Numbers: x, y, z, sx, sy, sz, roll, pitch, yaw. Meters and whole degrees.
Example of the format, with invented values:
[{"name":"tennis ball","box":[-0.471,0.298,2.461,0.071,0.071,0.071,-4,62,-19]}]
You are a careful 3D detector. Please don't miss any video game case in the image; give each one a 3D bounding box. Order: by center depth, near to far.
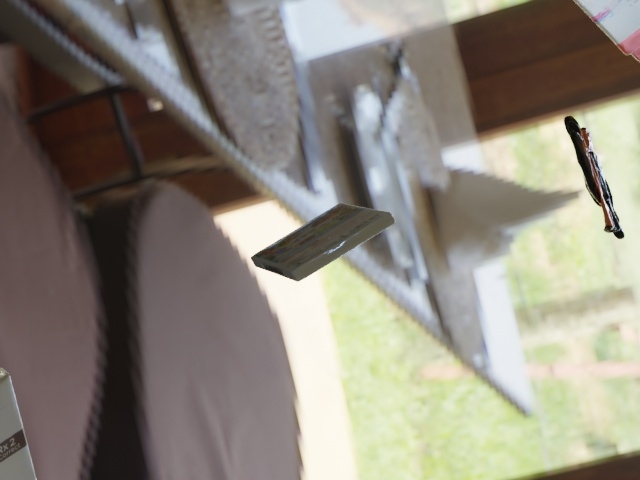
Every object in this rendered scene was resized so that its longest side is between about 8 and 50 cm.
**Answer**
[{"name":"video game case","box":[0.000,0.000,1.299,0.011,0.087,0.122,61,-13,-13]}]

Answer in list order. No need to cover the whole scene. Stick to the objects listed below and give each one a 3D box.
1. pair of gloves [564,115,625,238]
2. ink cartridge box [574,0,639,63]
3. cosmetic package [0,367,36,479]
[{"name":"pair of gloves","box":[0.166,-0.037,1.035,0.083,0.010,0.074,19,53,-73]},{"name":"ink cartridge box","box":[0.243,-0.232,1.300,0.231,0.134,0.078,31,25,-54]},{"name":"cosmetic package","box":[-0.379,0.208,1.625,0.151,0.151,0.183,-33,130,-34]}]
